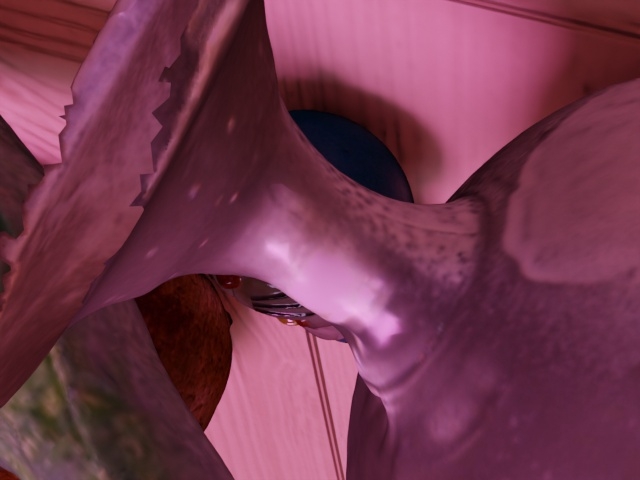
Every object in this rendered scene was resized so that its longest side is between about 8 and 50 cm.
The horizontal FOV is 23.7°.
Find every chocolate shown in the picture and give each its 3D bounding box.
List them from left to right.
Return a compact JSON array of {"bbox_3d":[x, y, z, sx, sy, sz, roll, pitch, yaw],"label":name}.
[{"bbox_3d":[-0.133,0.011,0.575,0.291,0.110,0.110,46,164,26],"label":"chocolate"}]

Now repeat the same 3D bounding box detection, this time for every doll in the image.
[{"bbox_3d":[0.000,0.000,0.621,0.114,0.085,0.152,32,170,24],"label":"doll"}]

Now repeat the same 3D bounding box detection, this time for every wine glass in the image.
[{"bbox_3d":[0.072,0.031,0.466,0.323,0.238,0.238,29,154,-18],"label":"wine glass"}]

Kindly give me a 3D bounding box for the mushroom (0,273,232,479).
[{"bbox_3d":[-0.161,0.078,0.781,0.231,0.138,0.194,-14,163,13],"label":"mushroom"}]
